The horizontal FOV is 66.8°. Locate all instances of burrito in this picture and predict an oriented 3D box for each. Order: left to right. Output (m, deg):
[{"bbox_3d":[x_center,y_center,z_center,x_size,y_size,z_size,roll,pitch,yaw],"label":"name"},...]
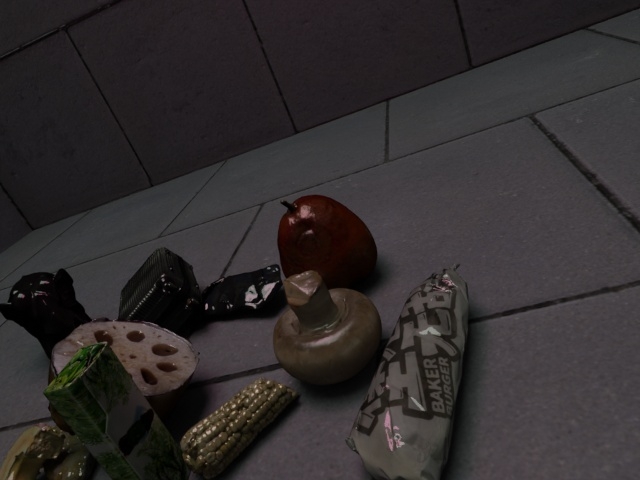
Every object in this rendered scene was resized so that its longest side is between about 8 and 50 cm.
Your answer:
[{"bbox_3d":[0.160,0.179,0.761,0.139,0.101,0.445,-21,24,35],"label":"burrito"}]

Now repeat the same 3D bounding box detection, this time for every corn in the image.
[{"bbox_3d":[-0.134,0.295,0.804,0.211,0.087,0.087,-39,28,-28],"label":"corn"}]

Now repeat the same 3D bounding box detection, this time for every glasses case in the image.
[{"bbox_3d":[-0.290,0.287,0.728,0.062,0.272,0.095,-16,25,15],"label":"glasses case"}]

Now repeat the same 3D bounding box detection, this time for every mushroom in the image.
[{"bbox_3d":[0.002,0.143,0.857,0.204,0.204,0.204,-20,24,9],"label":"mushroom"}]

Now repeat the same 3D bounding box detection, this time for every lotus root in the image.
[{"bbox_3d":[-0.382,0.279,0.912,0.272,0.191,0.272,19,10,-4],"label":"lotus root"}]

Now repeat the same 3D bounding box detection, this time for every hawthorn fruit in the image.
[{"bbox_3d":[0.000,0.000,1.082,0.224,0.260,0.224,-26,24,12],"label":"hawthorn fruit"}]

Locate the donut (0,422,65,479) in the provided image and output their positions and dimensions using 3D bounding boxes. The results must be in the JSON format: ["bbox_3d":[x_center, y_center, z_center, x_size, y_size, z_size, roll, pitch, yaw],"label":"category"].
[{"bbox_3d":[-0.537,0.419,0.889,0.108,0.065,0.165,-9,55,46],"label":"donut"}]

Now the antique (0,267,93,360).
[{"bbox_3d":[-0.749,0.205,1.349,0.185,0.255,0.322,-35,29,-30],"label":"antique"}]

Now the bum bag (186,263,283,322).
[{"bbox_3d":[-0.211,0.135,1.217,0.310,0.074,0.137,-15,37,31],"label":"bum bag"}]

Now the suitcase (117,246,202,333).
[{"bbox_3d":[-0.420,0.149,1.260,0.202,0.128,0.312,-50,26,-2],"label":"suitcase"}]

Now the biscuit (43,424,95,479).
[{"bbox_3d":[-0.496,0.391,0.989,0.141,0.038,0.289,-27,27,2],"label":"biscuit"}]
